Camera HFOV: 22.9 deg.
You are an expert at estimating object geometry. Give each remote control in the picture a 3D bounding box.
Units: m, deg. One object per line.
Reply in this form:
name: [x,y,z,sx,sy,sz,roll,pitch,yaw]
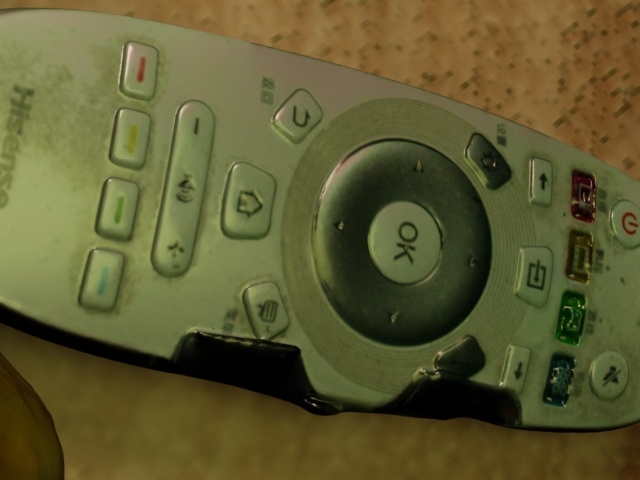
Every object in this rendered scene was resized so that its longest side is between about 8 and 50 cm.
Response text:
remote control: [0.001,0.000,0.442,0.256,0.045,0.097,16,79,-23]

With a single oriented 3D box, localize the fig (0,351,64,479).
fig: [-0.138,0.039,0.340,0.154,0.144,0.165,-20,84,14]
